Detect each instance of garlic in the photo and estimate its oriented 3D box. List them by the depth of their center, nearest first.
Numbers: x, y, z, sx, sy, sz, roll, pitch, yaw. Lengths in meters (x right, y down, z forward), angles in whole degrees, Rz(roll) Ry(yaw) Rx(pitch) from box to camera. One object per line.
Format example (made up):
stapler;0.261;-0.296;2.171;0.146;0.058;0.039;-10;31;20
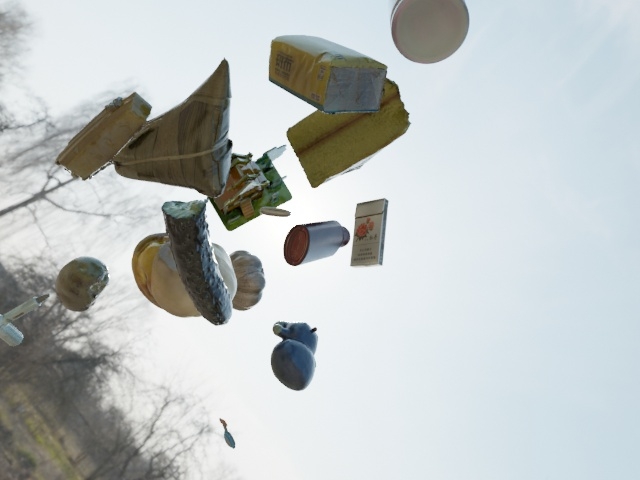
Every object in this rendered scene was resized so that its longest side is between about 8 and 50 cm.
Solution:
garlic;-0.290;0.146;1.918;0.228;0.152;0.228;-7;-98;60

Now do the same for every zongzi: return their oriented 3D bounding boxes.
zongzi;-0.535;-0.409;1.801;0.499;0.218;0.467;10;-62;4

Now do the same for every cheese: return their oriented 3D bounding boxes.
cheese;-0.265;0.551;1.532;0.047;0.017;0.111;9;-59;41

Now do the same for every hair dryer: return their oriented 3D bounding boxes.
hair dryer;-0.759;0.191;1.384;0.155;0.183;0.044;76;-7;-49

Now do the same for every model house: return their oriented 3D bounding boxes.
model house;-0.263;-0.240;2.165;0.243;0.357;0.313;61;-20;5

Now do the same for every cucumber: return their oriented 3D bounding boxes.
cucumber;-0.207;0.051;0.928;0.072;0.081;0.304;-100;-174;-46

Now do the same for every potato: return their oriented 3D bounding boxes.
potato;-0.854;0.155;1.915;0.262;0.165;0.165;-41;-95;33

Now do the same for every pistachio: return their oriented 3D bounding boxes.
pistachio;-0.354;0.094;1.442;0.229;0.230;0.309;24;-9;42

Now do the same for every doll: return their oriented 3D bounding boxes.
doll;-0.087;0.397;1.853;0.154;0.258;0.228;-26;-64;31

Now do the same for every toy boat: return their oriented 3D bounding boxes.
toy boat;-0.551;-0.264;1.357;0.089;0.310;0.115;37;23;-40

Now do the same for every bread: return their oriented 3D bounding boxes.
bread;0.094;-0.367;1.756;0.361;0.244;0.233;-29;-92;57

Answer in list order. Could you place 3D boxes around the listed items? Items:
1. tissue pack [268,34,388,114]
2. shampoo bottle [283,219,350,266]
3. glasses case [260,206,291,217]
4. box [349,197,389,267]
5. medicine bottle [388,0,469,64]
tissue pack;0.012;-0.421;1.346;0.271;0.192;0.134;39;-53;42
shampoo bottle;0.000;0.000;1.334;0.064;0.260;0.102;20;-76;23
glasses case;-0.118;-0.074;1.419;0.032;0.083;0.021;123;-27;-72
box;0.141;-0.020;1.561;0.109;0.198;0.029;-8;-21;44
medicine bottle;0.286;-0.639;1.467;0.202;0.316;0.202;3;-48;3
